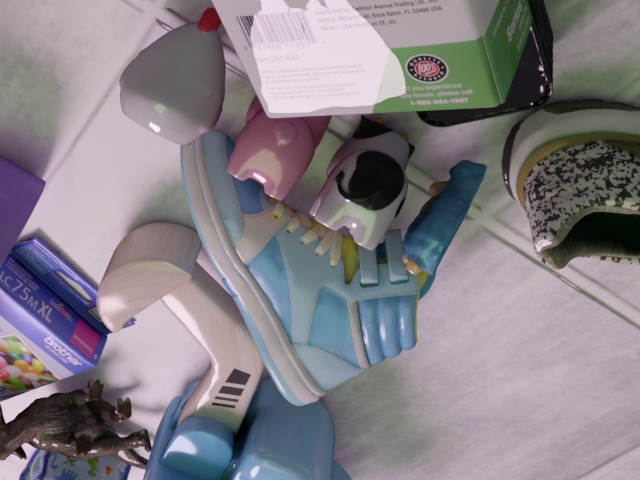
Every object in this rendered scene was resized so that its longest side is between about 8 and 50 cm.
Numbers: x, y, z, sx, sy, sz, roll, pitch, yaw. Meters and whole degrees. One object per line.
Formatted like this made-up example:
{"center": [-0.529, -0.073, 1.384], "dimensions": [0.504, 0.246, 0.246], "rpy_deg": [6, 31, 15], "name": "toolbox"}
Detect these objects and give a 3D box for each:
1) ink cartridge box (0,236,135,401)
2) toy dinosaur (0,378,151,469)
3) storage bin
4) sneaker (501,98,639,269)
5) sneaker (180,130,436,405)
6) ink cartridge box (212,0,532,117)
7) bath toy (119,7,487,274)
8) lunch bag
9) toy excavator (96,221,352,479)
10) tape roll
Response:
{"center": [-0.410, 0.115, 1.363], "dimensions": [0.311, 0.065, 0.186], "rpy_deg": [-23, 125, 28], "name": "ink cartridge box"}
{"center": [-0.331, 0.251, 1.446], "dimensions": [0.160, 0.120, 0.314], "rpy_deg": [-8, 168, 33], "name": "toy dinosaur"}
{"center": [0.122, -0.197, 0.919], "dimensions": [0.122, 0.084, 0.180], "rpy_deg": [-10, 130, 21], "name": "storage bin"}
{"center": [0.368, -0.022, 0.964], "dimensions": [0.411, 0.182, 0.158], "rpy_deg": [-2, 133, 14], "name": "sneaker"}
{"center": [0.000, 0.000, 1.116], "dimensions": [0.208, 0.127, 0.319], "rpy_deg": [-22, 109, 11], "name": "sneaker"}
{"center": [0.015, -0.230, 0.760], "dimensions": [0.202, 0.117, 0.278], "rpy_deg": [1, 136, 29], "name": "ink cartridge box"}
{"center": [-0.017, -0.100, 1.019], "dimensions": [0.348, 0.151, 0.129], "rpy_deg": [27, 96, -10], "name": "bath toy"}
{"center": [-0.363, 0.352, 1.565], "dimensions": [0.129, 0.096, 0.151], "rpy_deg": [27, 149, -18], "name": "lunch bag"}
{"center": [-0.108, 0.224, 1.329], "dimensions": [0.433, 0.222, 0.445], "rpy_deg": [24, 120, -10], "name": "toy excavator"}
{"center": [-0.377, -0.003, 1.147], "dimensions": [0.080, 0.189, 0.189], "rpy_deg": [31, 132, -17], "name": "tape roll"}
